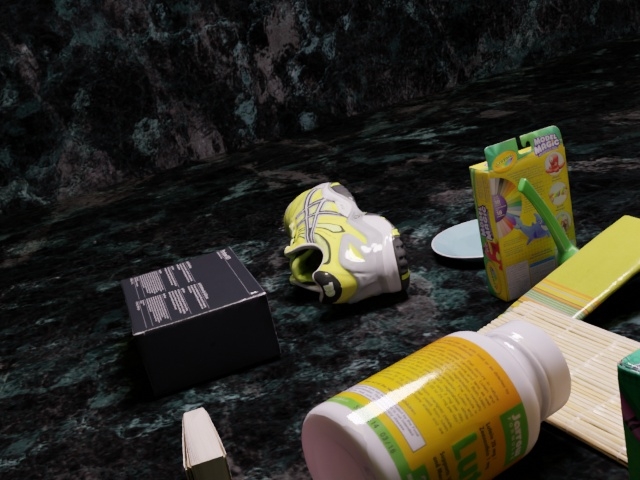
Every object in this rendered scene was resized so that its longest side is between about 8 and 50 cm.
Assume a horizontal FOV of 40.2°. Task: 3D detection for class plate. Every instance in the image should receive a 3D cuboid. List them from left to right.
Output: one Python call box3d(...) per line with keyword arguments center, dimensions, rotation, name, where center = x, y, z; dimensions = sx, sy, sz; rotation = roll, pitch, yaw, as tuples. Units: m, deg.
box3d(center=(0.275, 0.001, 1.419), dimensions=(0.188, 0.024, 0.188), rotation=(-12, 18, 4), name="plate")

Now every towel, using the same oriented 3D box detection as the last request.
box3d(center=(0.342, 0.051, 1.111), dimensions=(0.237, 0.021, 0.102), rotation=(-37, 27, -13), name="towel")

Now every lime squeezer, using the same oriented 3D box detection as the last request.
box3d(center=(0.392, 0.007, 1.208), dimensions=(0.310, 0.110, 0.059), rotation=(14, -8, -17), name="lime squeezer")

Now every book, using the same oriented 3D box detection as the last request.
box3d(center=(-0.087, 0.230, 0.760), dimensions=(0.035, 0.144, 0.096), rotation=(-16, 17, -9), name="book")

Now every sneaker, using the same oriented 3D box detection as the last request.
box3d(center=(0.000, 0.000, 1.421), dimensions=(0.147, 0.145, 0.385), rotation=(-18, 17, -17), name="sneaker")

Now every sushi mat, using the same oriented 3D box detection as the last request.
box3d(center=(0.276, 0.142, 0.944), dimensions=(0.151, 0.019, 0.316), rotation=(-28, 23, -21), name="sushi mat")

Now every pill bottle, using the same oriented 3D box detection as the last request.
box3d(center=(0.117, 0.168, 0.822), dimensions=(0.246, 0.136, 0.136), rotation=(-23, 20, -30), name="pill bottle")

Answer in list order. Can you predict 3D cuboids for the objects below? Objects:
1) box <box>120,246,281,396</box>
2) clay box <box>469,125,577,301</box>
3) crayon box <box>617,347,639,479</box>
box3d(center=(-0.181, 0.109, 1.277), dimensions=(0.184, 0.103, 0.261), rotation=(-20, 18, -11), name="box")
box3d(center=(0.282, -0.040, 1.211), dimensions=(0.127, 0.222, 0.053), rotation=(-18, 18, -19), name="clay box")
box3d(center=(0.372, 0.128, 0.720), dimensions=(0.278, 0.165, 0.081), rotation=(-22, 20, -28), name="crayon box")
